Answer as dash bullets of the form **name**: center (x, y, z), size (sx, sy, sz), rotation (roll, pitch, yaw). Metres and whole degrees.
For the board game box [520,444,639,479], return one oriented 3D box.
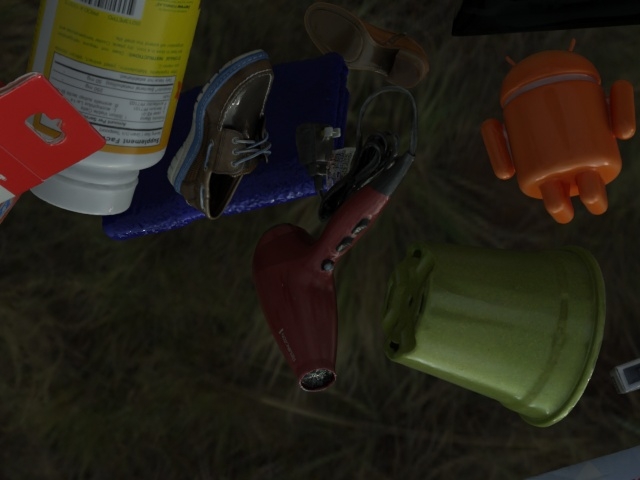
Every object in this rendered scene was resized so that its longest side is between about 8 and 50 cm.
- **board game box**: center (0.348, 0.213, 1.079), size (0.318, 0.319, 0.066), rotation (-22, 66, 24)

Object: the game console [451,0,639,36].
- **game console**: center (0.228, -0.129, 0.423), size (0.361, 0.213, 0.044), rotation (6, 122, 48)

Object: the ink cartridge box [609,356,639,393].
- **ink cartridge box**: center (0.522, 0.166, 1.805), size (0.208, 0.206, 0.045), rotation (-23, 78, 7)

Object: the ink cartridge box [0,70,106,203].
- **ink cartridge box**: center (-0.266, -0.058, 0.783), size (0.231, 0.134, 0.078), rotation (-26, 73, 1)

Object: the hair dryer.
- **hair dryer**: center (0.000, 0.000, 1.229), size (0.080, 0.223, 0.293), rotation (10, 82, -23)

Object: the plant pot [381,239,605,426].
- **plant pot**: center (0.235, 0.113, 1.845), size (0.254, 0.276, 0.276), rotation (14, 118, -15)

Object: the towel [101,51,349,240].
- **towel**: center (-0.110, -0.109, 1.552), size (0.308, 0.227, 0.076), rotation (-13, 137, 21)

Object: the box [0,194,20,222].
- **box**: center (-0.454, -0.085, 1.564), size (0.154, 0.142, 0.300), rotation (35, 156, -10)

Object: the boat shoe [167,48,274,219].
- **boat shoe**: center (-0.074, -0.089, 1.101), size (0.066, 0.066, 0.183), rotation (52, 142, 18)

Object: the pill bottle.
- **pill bottle**: center (-0.162, -0.133, 0.960), size (0.117, 0.117, 0.215), rotation (17, 110, 0)

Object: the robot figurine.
- **robot figurine**: center (0.289, -0.135, 1.514), size (0.128, 0.219, 0.158), rotation (1, 159, -31)

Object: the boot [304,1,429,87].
- **boot**: center (0.070, -0.292, 1.849), size (0.197, 0.152, 0.073), rotation (33, 112, -5)
